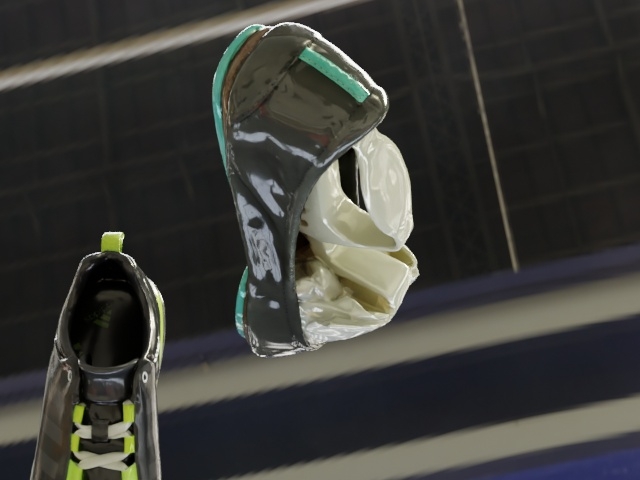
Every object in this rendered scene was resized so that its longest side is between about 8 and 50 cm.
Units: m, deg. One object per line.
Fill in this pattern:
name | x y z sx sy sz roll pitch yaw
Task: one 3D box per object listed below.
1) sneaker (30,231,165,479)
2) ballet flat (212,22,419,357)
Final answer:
sneaker | -0.138 0.107 0.850 0.084 0.097 0.235 -2 -116 -2
ballet flat | 0.000 0.000 0.762 0.096 0.280 0.095 24 -116 16
